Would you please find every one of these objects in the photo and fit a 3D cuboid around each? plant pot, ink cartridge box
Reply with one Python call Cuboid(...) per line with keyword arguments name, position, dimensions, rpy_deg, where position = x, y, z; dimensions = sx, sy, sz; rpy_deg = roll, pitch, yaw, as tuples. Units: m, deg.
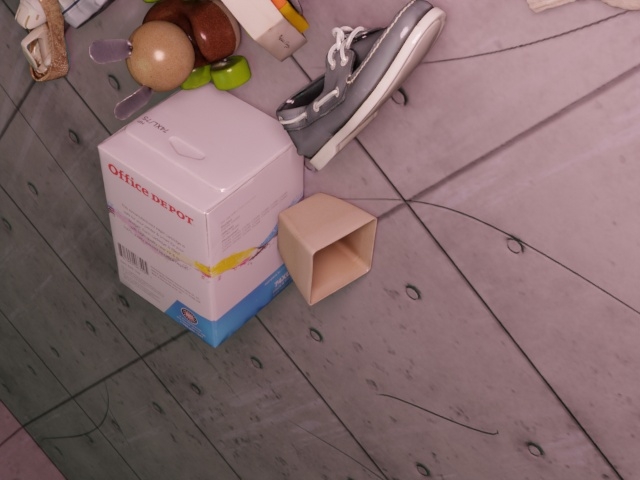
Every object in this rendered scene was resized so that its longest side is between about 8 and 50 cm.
Cuboid(name="plant pot", position=(0.000, 0.000, 1.424), dimensions=(0.096, 0.109, 0.109), rpy_deg=(44, 149, 29))
Cuboid(name="ink cartridge box", position=(-0.156, -0.039, 1.471), dimensions=(0.198, 0.197, 0.270), rpy_deg=(32, 143, 25))

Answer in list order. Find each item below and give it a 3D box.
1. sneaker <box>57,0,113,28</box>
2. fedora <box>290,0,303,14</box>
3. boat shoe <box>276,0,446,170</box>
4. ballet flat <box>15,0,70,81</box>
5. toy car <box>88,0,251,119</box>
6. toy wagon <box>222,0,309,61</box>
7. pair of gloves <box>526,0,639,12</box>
Cuboid(name="sneaker", position=(-0.300, -0.357, 1.409), dimensions=(0.091, 0.094, 0.258), rpy_deg=(53, 148, -15))
Cuboid(name="fedora", position=(-0.054, -0.370, 1.046), dimensions=(0.275, 0.124, 0.243), rpy_deg=(48, -169, -29))
Cuboid(name="boat shoe", position=(0.032, -0.182, 1.188), dimensions=(0.099, 0.116, 0.319), rpy_deg=(44, 152, 0))
Cuboid(name="ballet flat", position=(-0.422, -0.321, 1.609), dimensions=(0.073, 0.067, 0.206), rpy_deg=(32, 143, 27))
Cuboid(name="toy car", position=(-0.205, -0.234, 1.337), dimensions=(0.149, 0.188, 0.155), rpy_deg=(9, 130, 44))
Cuboid(name="toy wagon", position=(-0.139, -0.345, 1.133), dimensions=(0.344, 0.068, 0.267), rpy_deg=(56, -172, 9))
Cuboid(name="pair of gloves", position=(0.225, -0.304, 0.907), dimensions=(0.204, 0.042, 0.240), rpy_deg=(7, 130, 45))
